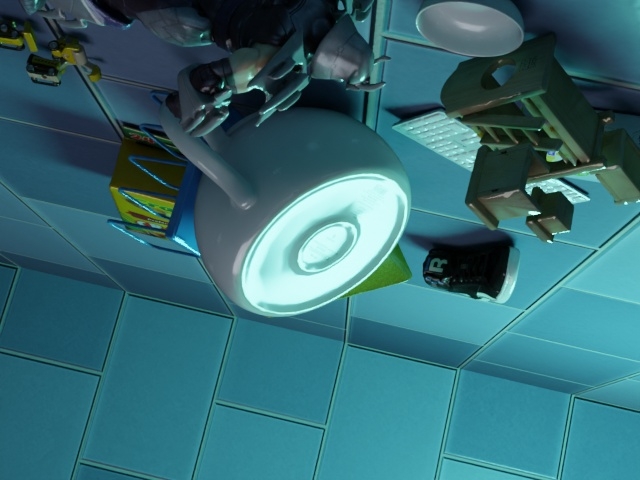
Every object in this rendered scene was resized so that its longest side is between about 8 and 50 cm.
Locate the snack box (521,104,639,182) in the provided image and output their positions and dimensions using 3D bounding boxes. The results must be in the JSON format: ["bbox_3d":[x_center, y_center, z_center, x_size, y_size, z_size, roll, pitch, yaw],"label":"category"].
[{"bbox_3d":[0.259,-0.089,0.899,0.141,0.037,0.100,11,167,14],"label":"snack box"}]

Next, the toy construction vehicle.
[{"bbox_3d":[-0.288,-0.201,1.004,0.098,0.035,0.086,9,155,6],"label":"toy construction vehicle"}]

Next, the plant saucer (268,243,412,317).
[{"bbox_3d":[0.000,0.000,1.192,0.188,0.188,0.045,-15,128,-3],"label":"plant saucer"}]

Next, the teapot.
[{"bbox_3d":[-0.042,-0.055,1.024,0.252,0.187,0.256,-20,144,-24],"label":"teapot"}]

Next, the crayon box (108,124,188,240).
[{"bbox_3d":[-0.191,-0.060,1.374,0.202,0.081,0.318,14,166,-2],"label":"crayon box"}]

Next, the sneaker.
[{"bbox_3d":[0.215,0.047,1.412,0.121,0.079,0.217,12,168,-1],"label":"sneaker"}]

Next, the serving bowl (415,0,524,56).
[{"bbox_3d":[0.115,-0.171,0.722,0.083,0.027,0.083,12,167,3],"label":"serving bowl"}]

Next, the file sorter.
[{"bbox_3d":[-0.159,-0.073,1.099,0.104,0.170,0.118,10,166,25],"label":"file sorter"}]

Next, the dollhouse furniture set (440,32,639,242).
[{"bbox_3d":[0.181,-0.043,0.792,0.101,0.161,0.182,-11,140,42],"label":"dollhouse furniture set"}]

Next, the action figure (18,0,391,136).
[{"bbox_3d":[-0.078,-0.164,0.689,0.285,0.185,0.099,24,134,18],"label":"action figure"}]

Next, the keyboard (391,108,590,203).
[{"bbox_3d":[0.192,-0.084,1.038,0.256,0.014,0.072,23,164,-35],"label":"keyboard"}]
